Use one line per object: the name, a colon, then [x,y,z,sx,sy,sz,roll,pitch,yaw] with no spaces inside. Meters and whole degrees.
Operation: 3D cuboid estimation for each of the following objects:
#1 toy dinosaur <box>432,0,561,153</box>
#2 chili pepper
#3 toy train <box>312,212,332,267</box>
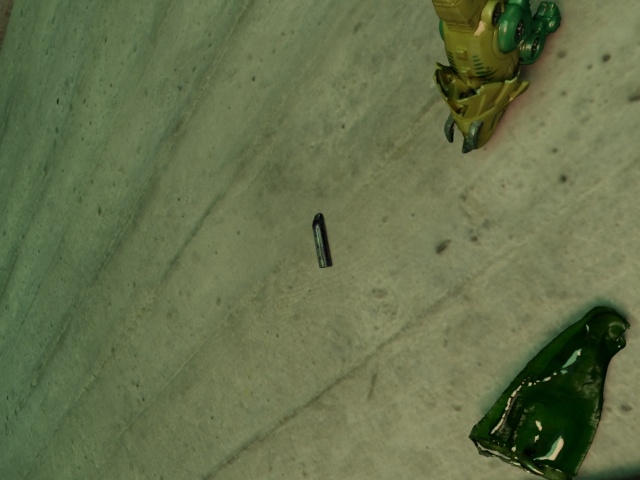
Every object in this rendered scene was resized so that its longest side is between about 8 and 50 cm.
toy dinosaur: [0.149,-0.200,0.433,0.094,0.259,0.153,24,81,35]
chili pepper: [0.242,0.164,0.479,0.108,0.062,0.216,27,109,0]
toy train: [0.000,0.000,0.702,0.017,0.017,0.083,-15,82,39]
